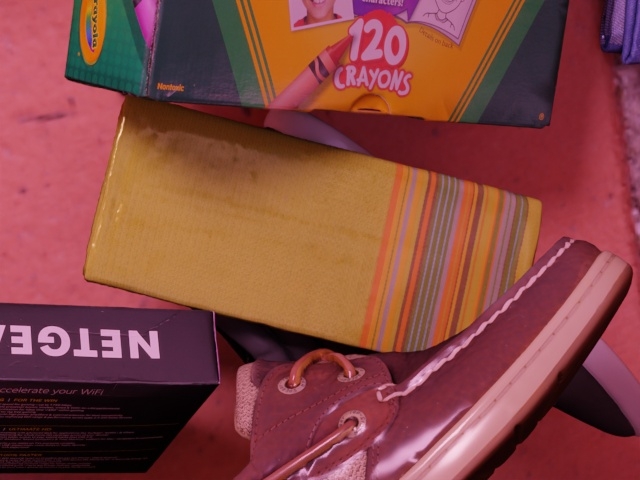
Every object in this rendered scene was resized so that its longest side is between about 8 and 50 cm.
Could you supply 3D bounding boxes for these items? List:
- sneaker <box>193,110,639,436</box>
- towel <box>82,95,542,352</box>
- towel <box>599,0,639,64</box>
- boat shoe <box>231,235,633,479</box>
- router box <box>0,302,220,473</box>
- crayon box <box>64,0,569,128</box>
[{"bbox_3d":[0.051,0.063,0.970,0.295,0.104,0.147,36,87,-16],"label":"sneaker"},{"bbox_3d":[0.000,0.000,0.892,0.237,0.021,0.102,14,83,-14],"label":"towel"},{"bbox_3d":[0.272,-0.247,1.038,0.209,0.034,0.285,-2,103,-25],"label":"towel"},{"bbox_3d":[0.003,0.103,0.830,0.342,0.123,0.123,-43,77,-2],"label":"boat shoe"},{"bbox_3d":[-0.156,0.078,0.870,0.178,0.133,0.046,3,62,-24],"label":"router box"},{"bbox_3d":[0.011,-0.151,0.883,0.278,0.081,0.165,0,101,-39],"label":"crayon box"}]
